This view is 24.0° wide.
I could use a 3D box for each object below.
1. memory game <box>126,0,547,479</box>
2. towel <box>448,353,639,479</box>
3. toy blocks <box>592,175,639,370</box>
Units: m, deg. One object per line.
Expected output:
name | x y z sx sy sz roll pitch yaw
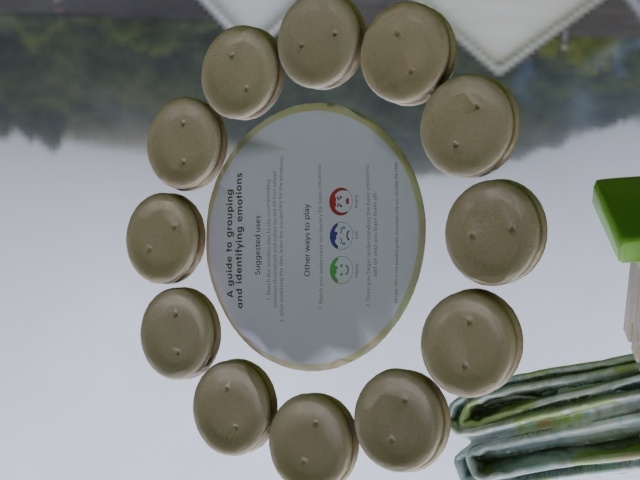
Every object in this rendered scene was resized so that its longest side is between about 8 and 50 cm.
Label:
memory game | 0.000 0.000 0.556 0.186 0.186 0.012 13 -175 34
towel | 0.313 0.130 1.164 0.320 0.090 0.374 -12 168 32
toy blocks | 0.210 0.105 0.632 0.191 0.261 0.381 -3 -149 -2
